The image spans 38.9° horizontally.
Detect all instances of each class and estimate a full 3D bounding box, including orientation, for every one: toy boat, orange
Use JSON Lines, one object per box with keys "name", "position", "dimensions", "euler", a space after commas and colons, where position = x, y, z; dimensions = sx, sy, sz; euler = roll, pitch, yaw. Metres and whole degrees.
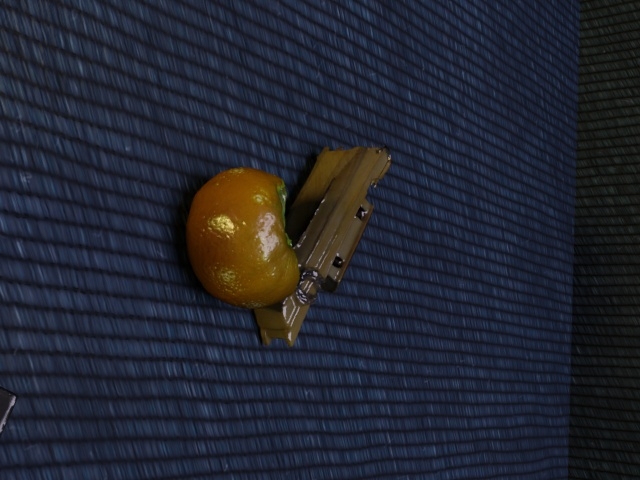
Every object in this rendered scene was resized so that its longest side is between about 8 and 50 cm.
{"name": "toy boat", "position": [0.000, 0.000, 1.713], "dimensions": [0.162, 0.136, 0.445], "euler": [49, 56, -35]}
{"name": "orange", "position": [-0.130, 0.000, 1.483], "dimensions": [0.158, 0.179, 0.237], "euler": [-13, 100, -56]}

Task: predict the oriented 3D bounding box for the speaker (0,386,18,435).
{"name": "speaker", "position": [-0.493, 0.181, 0.926], "dimensions": [0.232, 0.254, 0.184], "euler": [43, 56, -43]}
